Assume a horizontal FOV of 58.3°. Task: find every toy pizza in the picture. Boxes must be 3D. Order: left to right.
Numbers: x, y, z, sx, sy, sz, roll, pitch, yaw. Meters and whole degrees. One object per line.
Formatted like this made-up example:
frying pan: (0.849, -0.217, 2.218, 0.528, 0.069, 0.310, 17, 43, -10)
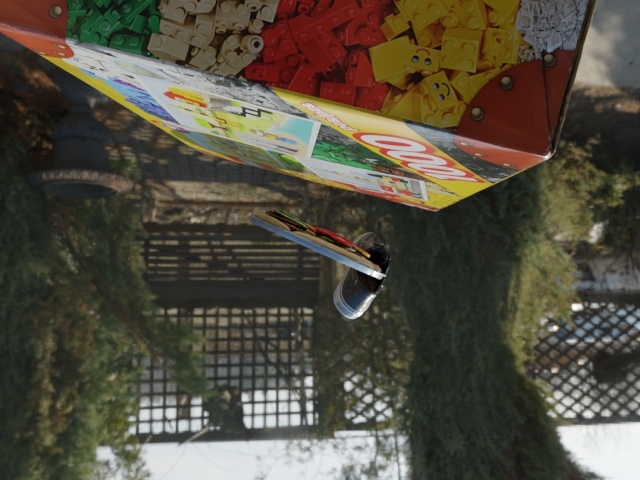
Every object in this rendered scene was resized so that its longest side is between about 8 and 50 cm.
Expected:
toy pizza: (0.000, 0.000, 0.780, 0.201, 0.032, 0.201, 24, 179, 0)

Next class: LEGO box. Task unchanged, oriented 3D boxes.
LEGO box: (0.001, -0.179, 0.593, 0.373, 0.193, 0.500, 14, 180, 4)

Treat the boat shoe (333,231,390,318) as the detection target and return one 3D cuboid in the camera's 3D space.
boat shoe: (0.085, 0.041, 0.984, 0.076, 0.080, 0.228, -46, -176, 34)
